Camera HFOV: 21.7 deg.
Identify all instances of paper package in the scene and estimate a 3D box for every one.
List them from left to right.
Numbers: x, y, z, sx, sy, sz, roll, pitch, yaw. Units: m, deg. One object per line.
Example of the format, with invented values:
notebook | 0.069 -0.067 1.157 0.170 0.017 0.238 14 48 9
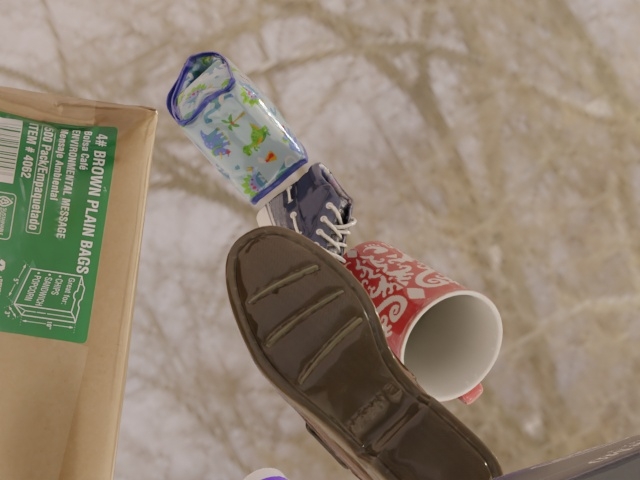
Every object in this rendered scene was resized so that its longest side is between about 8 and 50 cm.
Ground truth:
paper package | -0.234 0.064 1.270 0.168 0.325 0.309 8 -6 -12

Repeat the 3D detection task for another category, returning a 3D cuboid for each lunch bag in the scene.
lunch bag | -0.092 -0.127 1.759 0.096 0.129 0.151 -37 26 9

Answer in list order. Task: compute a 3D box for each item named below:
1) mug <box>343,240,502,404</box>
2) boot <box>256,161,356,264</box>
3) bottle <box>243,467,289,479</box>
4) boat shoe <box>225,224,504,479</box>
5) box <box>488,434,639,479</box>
mug | 0.085 0.087 1.640 0.113 0.169 0.150 -15 -63 -24
boot | 0.000 0.000 1.617 0.086 0.190 0.069 -45 -50 13
bottle | -0.007 0.347 1.799 0.118 0.283 0.092 6 -67 -30
boat shoe | 0.023 0.127 1.365 0.111 0.307 0.104 -33 -18 -14
box | 0.021 0.154 0.587 0.261 0.103 0.184 -16 -6 -26
